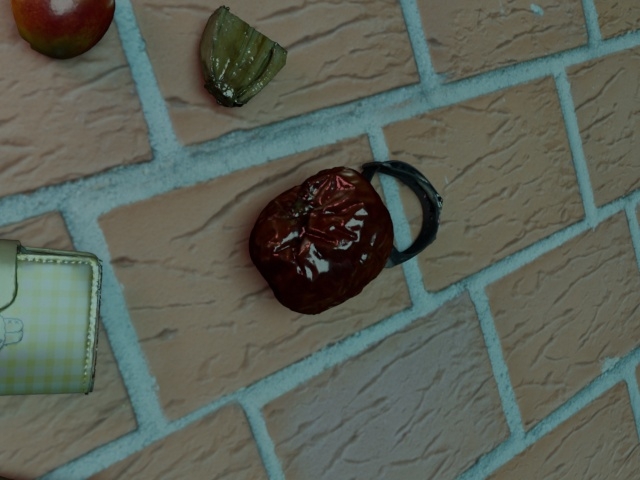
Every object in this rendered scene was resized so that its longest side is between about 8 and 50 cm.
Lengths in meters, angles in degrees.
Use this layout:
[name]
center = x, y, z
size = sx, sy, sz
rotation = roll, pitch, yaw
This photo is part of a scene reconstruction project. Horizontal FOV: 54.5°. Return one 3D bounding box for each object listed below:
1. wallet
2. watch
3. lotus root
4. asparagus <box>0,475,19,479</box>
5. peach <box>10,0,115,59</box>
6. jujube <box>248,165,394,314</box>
[wallet]
center = -0.462, 0.107, 0.840
size = 0.309, 0.077, 0.224
rotation = 6, 90, -29
[watch]
center = 0.142, -0.062, 1.196
size = 0.193, 0.068, 0.206
rotation = -50, 116, -25
[lotus root]
center = -0.146, -0.291, 1.028
size = 0.143, 0.070, 0.144
rotation = 36, 68, -31
[asparagus]
center = -0.363, 0.390, 0.886
size = 0.342, 0.085, 0.082
rotation = 20, 55, -26
[peach]
center = -0.360, -0.328, 0.886
size = 0.118, 0.151, 0.151
rotation = 5, 85, 14
[jujube]
center = 0.000, 0.000, 1.032
size = 0.232, 0.213, 0.213
rotation = -36, 107, -9
